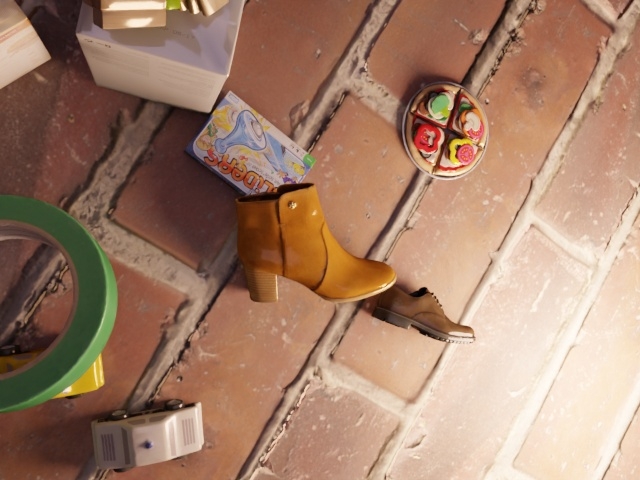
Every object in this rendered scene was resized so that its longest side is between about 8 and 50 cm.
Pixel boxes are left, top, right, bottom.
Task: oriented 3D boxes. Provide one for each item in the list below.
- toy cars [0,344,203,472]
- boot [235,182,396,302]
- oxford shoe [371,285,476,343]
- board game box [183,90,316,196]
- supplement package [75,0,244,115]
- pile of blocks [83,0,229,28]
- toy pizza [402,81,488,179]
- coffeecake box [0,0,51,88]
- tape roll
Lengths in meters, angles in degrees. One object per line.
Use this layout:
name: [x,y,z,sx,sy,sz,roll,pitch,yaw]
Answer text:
toy cars: [-0.373,0.280,0.904,0.393,0.087,0.176,36,81,-15]
boot: [-0.001,0.000,0.977,0.295,0.104,0.211,-5,114,-10]
oxford shoe: [0.221,0.146,1.087,0.227,0.083,0.096,23,81,-17]
board game box: [-0.126,-0.154,0.995,0.201,0.035,0.136,36,81,-15]
supplement package: [-0.236,-0.337,0.837,0.199,0.262,0.198,12,87,-17]
pile of blocks: [-0.159,-0.388,0.682,0.112,0.149,0.362,36,65,28]
toy pizza: [0.261,-0.226,1.114,0.201,0.032,0.201,0,92,-17]
coffeecake box: [-0.493,-0.286,0.800,0.142,0.185,0.068,-38,102,-13]
tape roll: [-0.480,0.093,0.820,0.321,0.077,0.321,2,74,-8]
